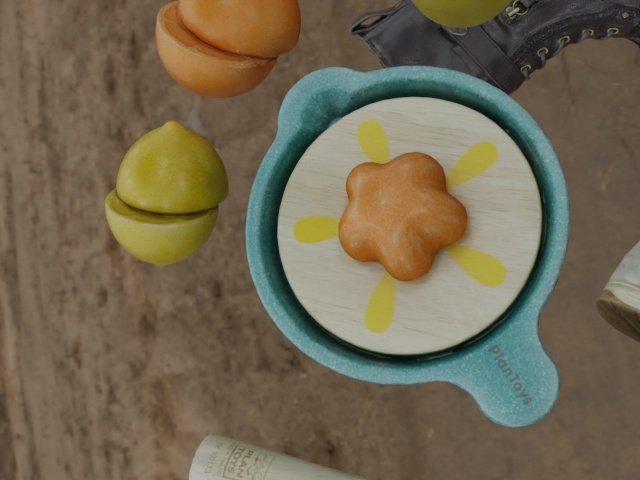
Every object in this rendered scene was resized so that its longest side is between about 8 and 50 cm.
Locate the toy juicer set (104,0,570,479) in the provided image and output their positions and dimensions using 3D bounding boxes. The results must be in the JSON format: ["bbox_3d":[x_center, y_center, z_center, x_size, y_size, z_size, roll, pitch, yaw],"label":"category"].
[{"bbox_3d":[0.000,0.000,0.451,0.209,0.089,0.328,-8,75,13],"label":"toy juicer set"}]

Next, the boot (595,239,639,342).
[{"bbox_3d":[0.339,0.030,0.798,0.213,0.077,0.165,26,72,20],"label":"boot"}]

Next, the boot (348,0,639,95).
[{"bbox_3d":[0.183,-0.164,0.889,0.229,0.263,0.091,-48,11,13],"label":"boot"}]
